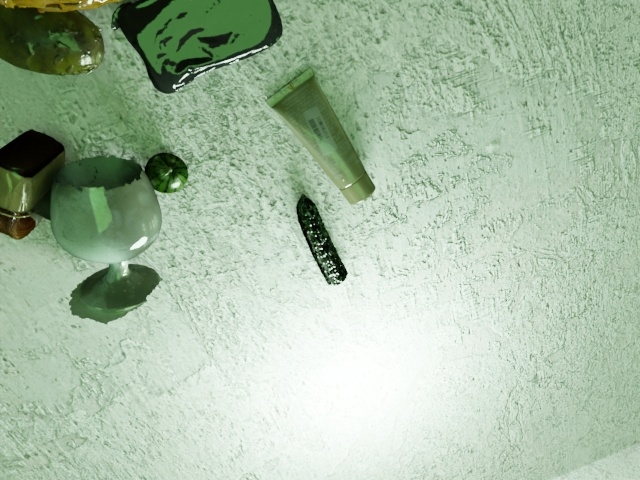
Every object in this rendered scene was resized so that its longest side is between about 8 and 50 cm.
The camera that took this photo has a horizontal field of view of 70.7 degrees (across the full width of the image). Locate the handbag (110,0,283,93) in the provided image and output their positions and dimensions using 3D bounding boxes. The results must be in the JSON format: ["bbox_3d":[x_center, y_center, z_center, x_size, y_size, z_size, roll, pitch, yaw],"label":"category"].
[{"bbox_3d":[-0.257,-0.458,0.964,0.332,0.075,0.192,-25,117,0],"label":"handbag"}]

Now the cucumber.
[{"bbox_3d":[-0.002,0.000,1.237,0.072,0.072,0.300,-26,117,-2],"label":"cucumber"}]

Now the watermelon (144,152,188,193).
[{"bbox_3d":[-0.359,-0.160,1.057,0.108,0.109,0.109,-5,115,-12],"label":"watermelon"}]

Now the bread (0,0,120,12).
[{"bbox_3d":[-0.386,-0.520,0.726,0.397,0.398,0.216,-20,107,-4],"label":"bread"}]

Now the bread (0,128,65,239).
[{"bbox_3d":[-0.628,-0.107,0.953,0.142,0.224,0.212,25,120,-16],"label":"bread"}]

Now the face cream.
[{"bbox_3d":[0.017,-0.246,1.133,0.137,0.084,0.341,-36,109,2],"label":"face cream"}]

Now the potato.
[{"bbox_3d":[-0.560,-0.409,0.890,0.251,0.113,0.150,14,108,-19],"label":"potato"}]

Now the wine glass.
[{"bbox_3d":[-0.475,-0.012,1.015,0.237,0.238,0.323,-4,122,-12],"label":"wine glass"}]
